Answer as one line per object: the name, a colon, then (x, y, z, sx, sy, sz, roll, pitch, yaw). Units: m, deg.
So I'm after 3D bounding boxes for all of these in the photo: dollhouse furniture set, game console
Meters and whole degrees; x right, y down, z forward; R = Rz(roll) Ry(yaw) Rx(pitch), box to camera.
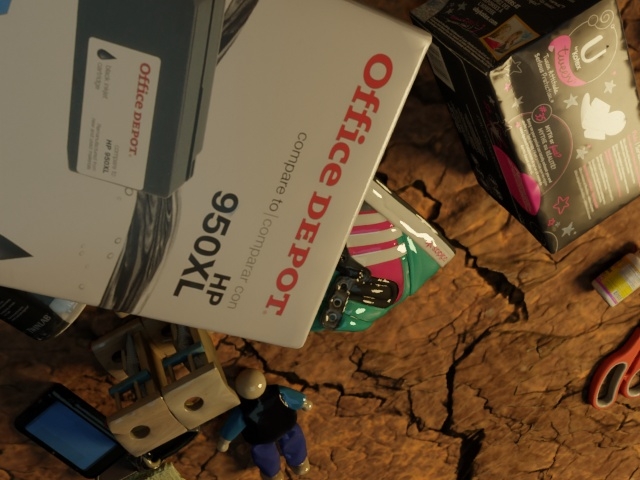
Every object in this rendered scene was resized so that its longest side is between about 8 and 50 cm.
dollhouse furniture set: (-0.191, 0.102, 0.990, 0.129, 0.129, 0.183, -28, 131, -1)
game console: (-0.265, 0.223, 1.073, 0.122, 0.107, 0.071, 43, 73, -25)

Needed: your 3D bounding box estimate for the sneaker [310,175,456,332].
sneaker: (0.000, 0.000, 1.007, 0.178, 0.124, 0.295, -49, 129, 4)

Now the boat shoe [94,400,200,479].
boat shoe: (-0.209, 0.248, 1.141, 0.152, 0.049, 0.056, -38, 130, 8)

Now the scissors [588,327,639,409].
scissors: (0.456, 0.124, 1.344, 0.109, 0.021, 0.297, -4, 127, -18)

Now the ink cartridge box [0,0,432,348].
ink cartridge box: (-0.155, -0.107, 0.734, 0.395, 0.166, 0.285, 15, 106, -27)

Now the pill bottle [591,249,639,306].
pill bottle: (0.398, 0.046, 1.249, 0.083, 0.043, 0.043, -39, 129, 8)

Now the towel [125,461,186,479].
towel: (-0.233, 0.340, 1.213, 0.148, 0.027, 0.110, -28, 129, -1)

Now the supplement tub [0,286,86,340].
supplement tub: (-0.296, -0.003, 0.866, 0.190, 0.117, 0.117, 38, 105, -24)

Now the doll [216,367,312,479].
doll: (-0.069, 0.231, 1.189, 0.129, 0.046, 0.189, -21, 130, -8)

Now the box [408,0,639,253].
box: (0.217, -0.142, 0.960, 0.142, 0.163, 0.247, -32, 130, -3)
